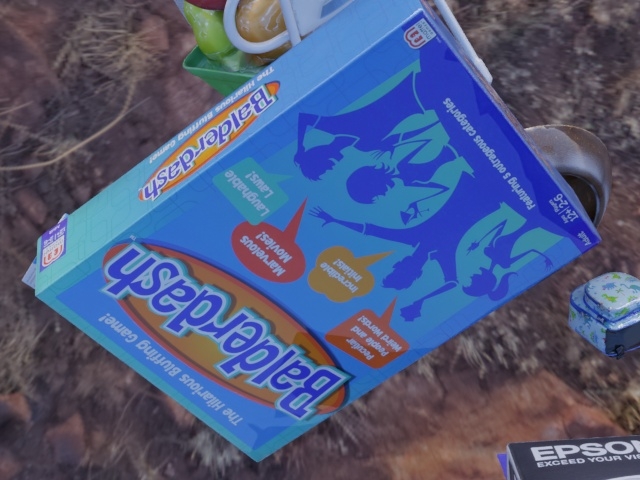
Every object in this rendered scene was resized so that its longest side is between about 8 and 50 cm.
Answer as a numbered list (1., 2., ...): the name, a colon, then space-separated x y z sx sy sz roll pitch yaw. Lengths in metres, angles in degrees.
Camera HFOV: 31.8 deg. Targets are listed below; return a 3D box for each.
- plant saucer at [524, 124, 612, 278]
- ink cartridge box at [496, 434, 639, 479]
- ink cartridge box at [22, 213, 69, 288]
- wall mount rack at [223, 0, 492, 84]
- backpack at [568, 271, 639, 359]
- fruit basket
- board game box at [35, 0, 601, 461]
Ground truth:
1. plant saucer: 0.258 -0.019 1.491 0.311 0.050 0.310 -15 139 -13
2. ink cartridge box: 0.221 0.152 0.673 0.206 0.208 0.045 -3 104 0
3. ink cartridge box: -0.255 0.041 1.243 0.122 0.052 0.088 33 137 -10
4. wall mount rack: 0.070 -0.275 1.353 0.350 0.130 0.304 -33 138 -13
5. backpack: 0.398 0.093 1.528 0.105 0.114 0.084 -19 119 -23
6. fruit basket: -0.105 -0.333 1.501 0.165 0.327 0.353 -47 127 -23
7. board game box: 0.000 0.000 0.522 0.210 0.047 0.160 -35 126 16
